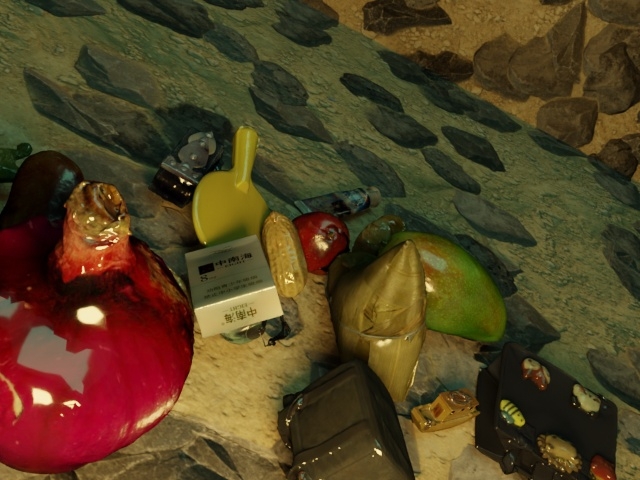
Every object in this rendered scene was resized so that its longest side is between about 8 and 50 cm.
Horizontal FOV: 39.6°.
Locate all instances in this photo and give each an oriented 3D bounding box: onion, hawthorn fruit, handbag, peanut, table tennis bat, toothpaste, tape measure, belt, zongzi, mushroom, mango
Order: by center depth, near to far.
[{"bbox_3d":[-0.335,0.095,1.267,0.399,0.420,0.398,25,36,-20],"label":"onion"},{"bbox_3d":[0.041,0.342,1.495,0.181,0.181,0.254,51,15,-35],"label":"handbag"},{"bbox_3d":[-0.478,-0.028,1.621,0.148,0.226,0.217,20,-11,17],"label":"mushroom"},{"bbox_3d":[-0.127,0.173,1.727,0.180,0.107,0.104,52,33,-59],"label":"tape measure"},{"bbox_3d":[0.112,0.068,1.772,0.174,0.392,0.356,-2,35,-11],"label":"zongzi"},{"bbox_3d":[0.484,0.397,1.889,0.303,0.122,0.329,31,31,-4],"label":"handbag"},{"bbox_3d":[-0.075,0.028,1.894,0.093,0.083,0.194,13,61,-53],"label":"peanut"},{"bbox_3d":[-0.182,-0.096,1.927,0.224,0.054,0.368,31,50,-37],"label":"table tennis bat"},{"bbox_3d":[0.000,0.000,1.969,0.148,0.172,0.148,8,70,-24],"label":"hawthorn fruit"},{"bbox_3d":[-0.284,-0.155,1.975,0.129,0.122,0.218,30,38,-7],"label":"belt"},{"bbox_3d":[0.290,0.118,2.043,0.382,0.201,0.225,35,13,-23],"label":"mango"},{"bbox_3d":[0.053,-0.090,2.272,0.266,0.061,0.096,-17,56,-45],"label":"toothpaste"}]

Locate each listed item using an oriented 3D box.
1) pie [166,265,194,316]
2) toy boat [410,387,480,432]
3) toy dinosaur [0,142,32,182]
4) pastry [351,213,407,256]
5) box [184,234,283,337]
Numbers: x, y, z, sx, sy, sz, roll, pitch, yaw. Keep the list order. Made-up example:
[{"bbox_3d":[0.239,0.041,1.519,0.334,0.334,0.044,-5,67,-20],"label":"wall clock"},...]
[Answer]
[{"bbox_3d":[-0.345,0.110,1.595,0.274,0.055,0.274,23,31,-15],"label":"pie"},{"bbox_3d":[0.254,0.342,1.792,0.201,0.077,0.057,-1,45,-44],"label":"toy boat"},{"bbox_3d":[-0.669,-0.124,1.591,0.447,0.087,0.301,19,27,0],"label":"toy dinosaur"},{"bbox_3d":[0.143,0.005,2.115,0.153,0.153,0.081,-3,37,-45],"label":"pastry"},{"bbox_3d":[-0.167,0.080,1.667,0.155,0.067,0.243,-14,25,-6],"label":"box"}]
